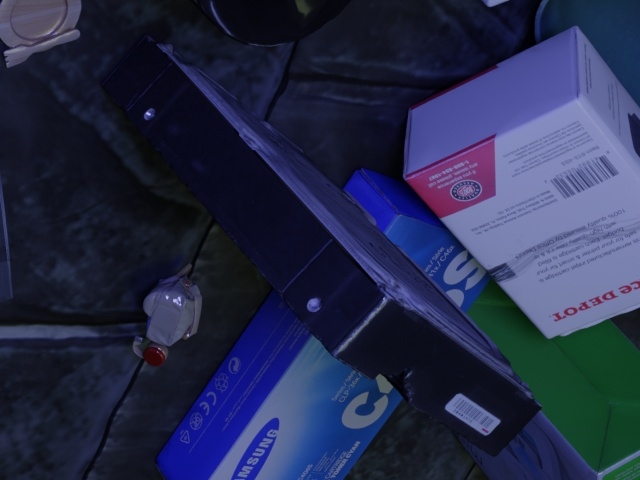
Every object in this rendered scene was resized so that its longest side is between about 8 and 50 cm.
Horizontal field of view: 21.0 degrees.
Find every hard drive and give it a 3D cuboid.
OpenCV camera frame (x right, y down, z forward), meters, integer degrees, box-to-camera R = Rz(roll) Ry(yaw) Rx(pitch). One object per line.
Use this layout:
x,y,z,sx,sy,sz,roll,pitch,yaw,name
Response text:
0.000,0.000,1.269,0.064,0.339,0.237,-48,139,5,hard drive

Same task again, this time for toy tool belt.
-0.125,0.062,1.453,0.051,0.052,0.083,-64,174,-52,toy tool belt

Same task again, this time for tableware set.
-0.221,-0.186,1.171,0.141,0.020,0.168,-11,133,-30,tableware set

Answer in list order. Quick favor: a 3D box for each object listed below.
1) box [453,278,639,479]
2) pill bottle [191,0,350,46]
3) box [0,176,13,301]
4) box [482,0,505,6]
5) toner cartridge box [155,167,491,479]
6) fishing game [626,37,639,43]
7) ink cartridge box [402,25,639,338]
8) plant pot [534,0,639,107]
0.243,0.182,1.689,0.127,0.262,0.231,-25,139,-17,box
-0.069,-0.227,1.096,0.123,0.219,0.122,-22,138,-21,pill bottle
-0.340,-0.003,1.218,0.231,0.056,0.183,-19,135,-24,box
0.113,-0.273,1.236,0.091,0.170,0.130,-23,137,-19,box
0.010,0.107,1.582,0.165,0.075,0.347,16,115,-44,toner cartridge box
0.305,-0.126,1.629,0.264,0.041,0.189,-38,133,5,fishing game
0.208,-0.043,1.480,0.172,0.100,0.237,-25,128,28,ink cartridge box
0.354,-0.198,1.443,0.196,0.293,0.293,-58,145,-20,plant pot
